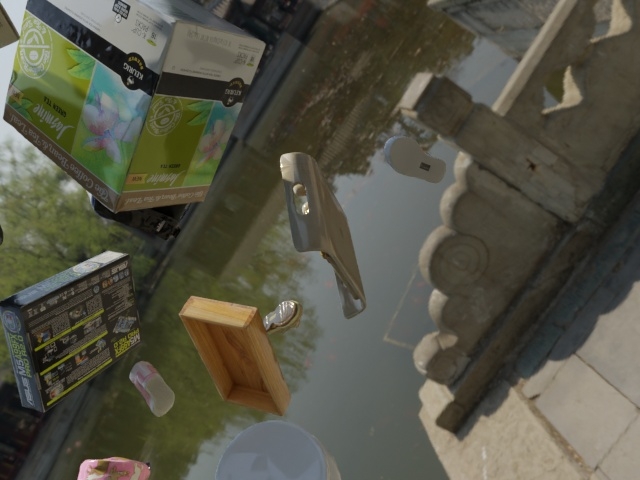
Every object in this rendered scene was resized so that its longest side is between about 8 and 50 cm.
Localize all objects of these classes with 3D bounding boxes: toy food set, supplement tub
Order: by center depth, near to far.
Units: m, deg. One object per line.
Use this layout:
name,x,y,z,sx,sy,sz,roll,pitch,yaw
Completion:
toy food set,0.000,0.000,1.129,0.092,0.306,0.220,-18,56,11
supplement tub,-0.072,0.517,1.129,0.331,0.241,0.241,82,-158,-51

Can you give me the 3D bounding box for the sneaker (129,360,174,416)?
sneaker,-0.327,0.281,1.099,0.051,0.070,0.134,-37,-36,-29

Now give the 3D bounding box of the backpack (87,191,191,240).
backpack,-0.416,-0.159,1.334,0.263,0.213,0.277,-2,-48,-53

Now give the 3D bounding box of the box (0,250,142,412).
box,-0.473,0.166,1.113,0.270,0.060,0.216,-39,-47,-58

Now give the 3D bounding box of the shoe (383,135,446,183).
shoe,0.153,-0.153,1.045,0.081,0.178,0.064,30,100,42

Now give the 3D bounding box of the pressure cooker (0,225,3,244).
pressure cooker,-0.831,-0.091,0.996,0.369,0.421,0.375,-3,29,44

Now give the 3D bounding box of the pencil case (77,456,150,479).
pencil case,-0.454,0.659,1.181,0.160,0.167,0.386,-29,47,31

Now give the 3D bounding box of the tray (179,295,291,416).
tray,-0.224,0.327,1.578,0.076,0.202,0.411,-62,-30,-42

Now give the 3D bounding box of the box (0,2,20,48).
box,-0.512,-0.365,0.669,0.148,0.311,0.121,-30,-4,-14

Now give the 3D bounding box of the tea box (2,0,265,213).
tea box,-0.329,-0.272,0.982,0.220,0.329,0.324,-17,-43,-58

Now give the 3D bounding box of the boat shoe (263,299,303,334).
boat shoe,-0.083,0.203,1.475,0.190,0.072,0.068,-33,45,55
